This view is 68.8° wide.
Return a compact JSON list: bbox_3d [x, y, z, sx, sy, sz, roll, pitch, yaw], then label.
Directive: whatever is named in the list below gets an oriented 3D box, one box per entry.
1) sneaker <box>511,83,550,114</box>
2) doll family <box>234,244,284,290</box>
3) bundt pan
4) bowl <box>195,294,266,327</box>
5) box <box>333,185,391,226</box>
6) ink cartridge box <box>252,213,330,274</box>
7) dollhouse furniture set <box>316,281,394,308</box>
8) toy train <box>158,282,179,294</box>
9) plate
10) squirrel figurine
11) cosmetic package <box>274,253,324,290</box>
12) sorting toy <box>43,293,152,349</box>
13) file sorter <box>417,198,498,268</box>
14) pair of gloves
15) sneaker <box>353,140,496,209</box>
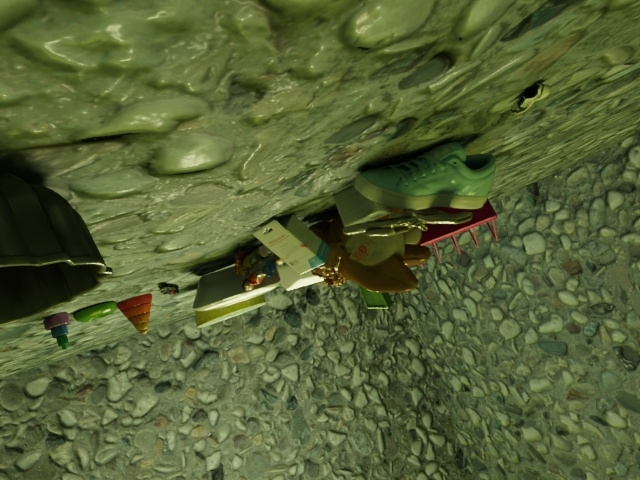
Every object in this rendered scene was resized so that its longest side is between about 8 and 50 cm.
[{"bbox_3d":[0.394,-0.274,0.895,0.037,0.032,0.083,1,157,-31],"label":"sneaker"},{"bbox_3d":[-0.173,0.047,1.423,0.163,0.118,0.263,-36,-178,41],"label":"doll family"},{"bbox_3d":[-0.415,0.025,0.505,0.330,0.124,0.331,-20,173,-3],"label":"bundt pan"},{"bbox_3d":[-0.376,0.227,1.866,0.289,0.156,0.289,-21,172,-3],"label":"bowl"},{"bbox_3d":[0.105,-0.091,1.173,0.102,0.087,0.101,-23,172,25],"label":"box"},{"bbox_3d":[-0.076,0.001,1.232,0.104,0.181,0.062,-27,-150,41],"label":"ink cartridge box"},{"bbox_3d":[0.151,0.134,1.737,0.301,0.151,0.197,-7,-154,44],"label":"dollhouse furniture set"},{"bbox_3d":[-0.501,0.163,1.550,0.027,0.036,0.158,-20,172,-2],"label":"toy train"},{"bbox_3d":[-0.266,0.141,1.527,0.277,0.045,0.278,-17,-162,-4],"label":"plate"},{"bbox_3d":[0.138,-0.003,1.436,0.396,0.281,0.370,-13,-174,19],"label":"squirrel figurine"},{"bbox_3d":[-0.047,0.083,1.676,0.238,0.127,0.107,-14,-141,22],"label":"cosmetic package"},{"bbox_3d":[-0.681,0.268,1.492,0.127,0.126,0.365,-25,172,29],"label":"sorting toy"},{"bbox_3d":[0.446,-0.054,1.640,0.290,0.202,0.182,-22,139,12],"label":"file sorter"},{"bbox_3d":[0.198,-0.049,1.069,0.240,0.042,0.204,-11,-172,-31],"label":"pair of gloves"},{"bbox_3d":[0.246,-0.161,1.065,0.365,0.135,0.150,-4,122,-29],"label":"sneaker"}]
